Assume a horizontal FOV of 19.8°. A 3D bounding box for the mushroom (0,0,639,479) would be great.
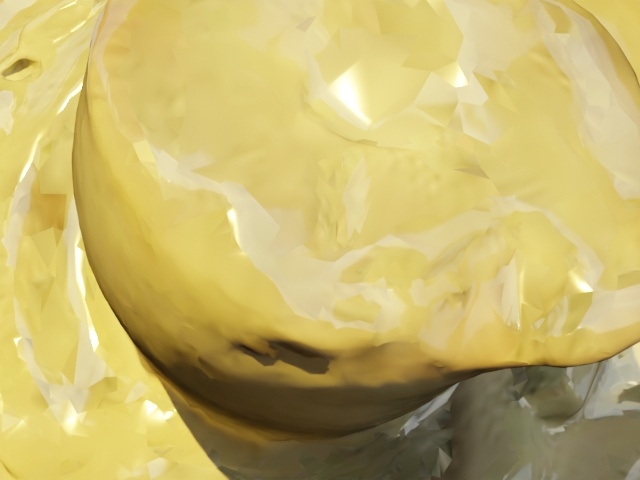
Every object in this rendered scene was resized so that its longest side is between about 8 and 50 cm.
[{"bbox_3d":[0.000,0.000,0.503,0.314,0.314,0.336,31,-15,1],"label":"mushroom"}]
